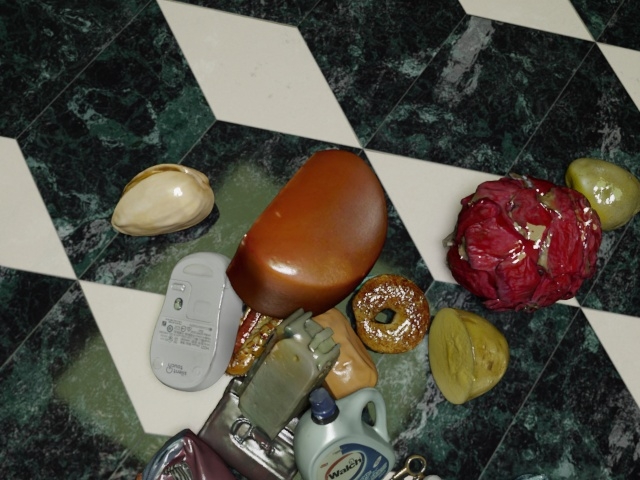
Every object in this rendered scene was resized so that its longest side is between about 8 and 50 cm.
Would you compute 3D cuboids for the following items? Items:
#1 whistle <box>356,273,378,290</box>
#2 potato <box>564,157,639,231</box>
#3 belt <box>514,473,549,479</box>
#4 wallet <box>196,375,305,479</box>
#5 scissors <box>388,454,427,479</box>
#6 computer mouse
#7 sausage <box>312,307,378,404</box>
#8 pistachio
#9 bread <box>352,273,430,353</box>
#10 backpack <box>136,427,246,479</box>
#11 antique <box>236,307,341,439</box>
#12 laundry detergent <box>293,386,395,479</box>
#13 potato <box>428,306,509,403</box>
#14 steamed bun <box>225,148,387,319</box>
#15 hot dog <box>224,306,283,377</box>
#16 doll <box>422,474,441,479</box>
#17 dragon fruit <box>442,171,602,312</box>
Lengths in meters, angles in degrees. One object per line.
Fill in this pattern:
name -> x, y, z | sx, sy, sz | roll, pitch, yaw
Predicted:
whistle -> 0.044, 0.107, 1.243 | 0.186, 0.039, 0.039 | -12, 80, -9
potato -> 0.694, -0.123, 1.316 | 0.157, 0.157, 0.194 | -34, 70, -12
belt -> 0.380, 0.560, 1.111 | 0.302, 0.087, 0.072 | -4, 72, -31
wallet -> -0.135, 0.420, 1.153 | 0.229, 0.049, 0.182 | 32, 80, 3
scissors -> 0.137, 0.545, 1.170 | 0.220, 0.017, 0.088 | -15, 83, -9
computer mouse -> -0.261, 0.172, 1.153 | 0.184, 0.121, 0.297 | 3, 80, 16
sausage -> 0.037, 0.258, 1.163 | 0.136, 0.120, 0.241 | -29, 89, -22
pistachio -> -0.356, -0.088, 1.195 | 0.229, 0.157, 0.157 | -19, 80, 3
bread -> 0.164, 0.169, 1.216 | 0.193, 0.064, 0.193 | 0, 89, -10
backpack -> -0.268, 0.572, 1.029 | 0.283, 0.197, 0.317 | 39, 78, 1
antique -> -0.057, 0.255, 1.057 | 0.125, 0.284, 0.150 | 40, 43, 14
laundry detergent -> 0.045, 0.394, 1.071 | 0.214, 0.105, 0.281 | -26, 121, -19
potato -> 0.347, 0.248, 1.188 | 0.158, 0.178, 0.204 | -4, 64, -23
steamed bun -> 0.000, 0.000, 1.120 | 0.248, 0.235, 0.379 | 36, 52, 0
hot dog -> -0.134, 0.193, 1.177 | 0.131, 0.069, 0.253 | 29, 76, 33
doll -> 0.219, 0.660, 1.106 | 0.237, 0.111, 0.252 | -34, 90, -11
dragon fruit -> 0.447, 0.007, 1.172 | 0.329, 0.329, 0.329 | 1, 78, -6
